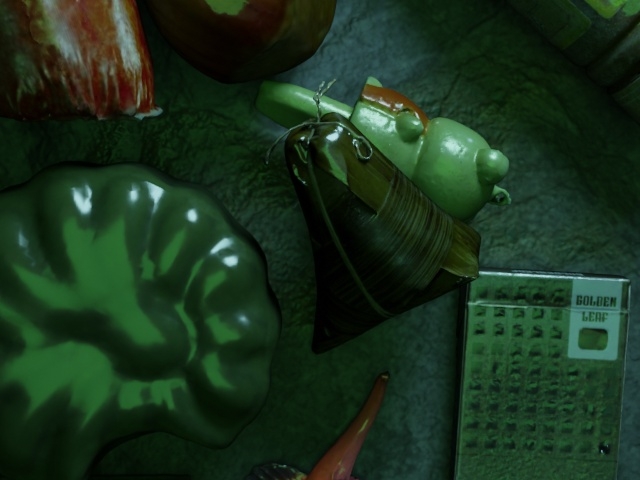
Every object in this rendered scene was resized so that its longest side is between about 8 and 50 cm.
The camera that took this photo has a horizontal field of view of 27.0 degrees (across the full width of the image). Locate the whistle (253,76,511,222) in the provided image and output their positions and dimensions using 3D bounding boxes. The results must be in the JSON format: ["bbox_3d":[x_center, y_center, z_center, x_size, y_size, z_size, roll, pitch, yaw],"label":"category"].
[{"bbox_3d":[0.067,-0.099,1.388,0.288,0.131,0.106,25,62,-1],"label":"whistle"}]

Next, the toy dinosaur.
[{"bbox_3d":[-0.020,0.263,1.442,0.139,0.070,0.286,14,91,18],"label":"toy dinosaur"}]

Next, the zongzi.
[{"bbox_3d":[0.000,0.000,1.338,0.241,0.111,0.248,-33,117,30],"label":"zongzi"}]

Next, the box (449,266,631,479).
[{"bbox_3d":[0.234,0.195,1.446,0.180,0.047,0.325,3,93,-3],"label":"box"}]

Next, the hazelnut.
[{"bbox_3d":[-0.086,-0.253,1.348,0.210,0.210,0.186,-22,126,-2],"label":"hazelnut"}]

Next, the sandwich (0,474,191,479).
[{"bbox_3d":[-0.220,0.304,1.377,0.198,0.155,0.227,-35,95,-3],"label":"sandwich"}]

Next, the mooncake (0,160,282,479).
[{"bbox_3d":[-0.215,0.078,1.350,0.351,0.187,0.351,0,94,-1],"label":"mooncake"}]

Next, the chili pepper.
[{"bbox_3d":[-0.295,-0.247,1.295,0.229,0.251,0.305,-19,100,-34],"label":"chili pepper"}]

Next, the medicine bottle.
[{"bbox_3d":[0.271,-0.275,1.369,0.322,0.151,0.151,42,90,-5],"label":"medicine bottle"}]
